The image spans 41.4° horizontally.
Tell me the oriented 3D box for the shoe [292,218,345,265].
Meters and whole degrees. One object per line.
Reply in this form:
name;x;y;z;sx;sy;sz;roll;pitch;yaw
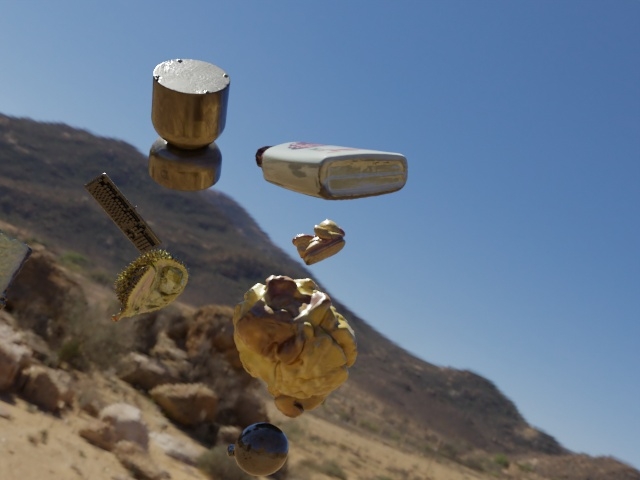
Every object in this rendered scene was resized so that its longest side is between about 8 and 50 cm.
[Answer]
shoe;-0.001;0.000;1.700;0.069;0.109;0.072;48;-12;20

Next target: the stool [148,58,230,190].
stool;-0.314;-0.274;2.011;0.179;0.179;0.264;22;-54;15

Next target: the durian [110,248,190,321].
durian;-0.366;0.097;1.779;0.146;0.208;0.102;30;18;-51

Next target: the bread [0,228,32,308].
bread;-0.488;0.110;1.096;0.135;0.240;0.178;23;-33;-12

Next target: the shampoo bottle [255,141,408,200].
shampoo bottle;-0.017;-0.114;1.268;0.153;0.071;0.284;-9;17;-33

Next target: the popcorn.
popcorn;-0.043;0.226;1.795;0.265;0.225;0.332;7;-62;35

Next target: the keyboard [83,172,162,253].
keyboard;-0.496;-0.066;2.133;0.094;0.025;0.230;-26;-69;33

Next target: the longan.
longan;-0.119;0.388;1.573;0.119;0.106;0.106;-5;-16;10
